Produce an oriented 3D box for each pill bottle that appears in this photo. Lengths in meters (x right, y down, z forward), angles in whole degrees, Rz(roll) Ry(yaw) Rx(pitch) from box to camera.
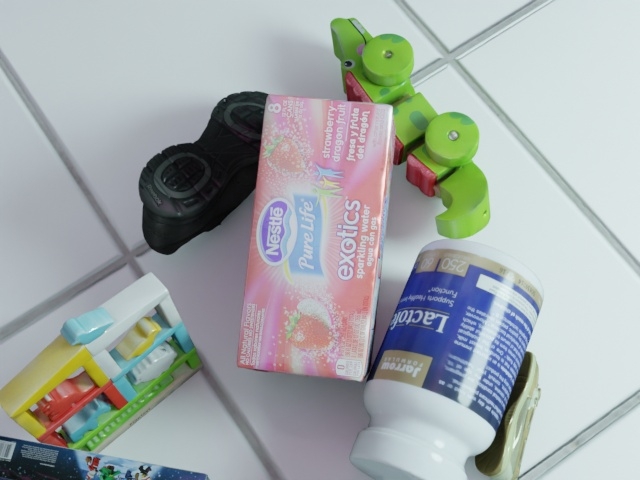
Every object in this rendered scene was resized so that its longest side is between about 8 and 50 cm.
[{"bbox_3d":[0.137,0.144,1.154,0.153,0.153,0.265,19,68,11],"label":"pill bottle"}]

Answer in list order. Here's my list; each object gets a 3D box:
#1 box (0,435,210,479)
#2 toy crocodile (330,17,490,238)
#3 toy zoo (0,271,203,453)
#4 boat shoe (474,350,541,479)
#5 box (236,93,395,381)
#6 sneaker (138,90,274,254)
[{"bbox_3d":[-0.225,0.265,1.115,0.233,0.159,0.044,9,66,7],"label":"box"},{"bbox_3d":[0.105,-0.146,1.307,0.105,0.115,0.340,-31,68,-10],"label":"toy crocodile"},{"bbox_3d":[-0.225,0.139,1.099,0.192,0.293,0.030,-40,70,-13],"label":"toy zoo"},{"bbox_3d":[0.219,0.200,1.187,0.056,0.048,0.153,-13,49,47],"label":"boat shoe"},{"bbox_3d":[0.000,0.000,1.178,0.142,0.154,0.300,6,88,5],"label":"box"},{"bbox_3d":[-0.123,-0.087,1.300,0.109,0.130,0.286,41,51,16],"label":"sneaker"}]
